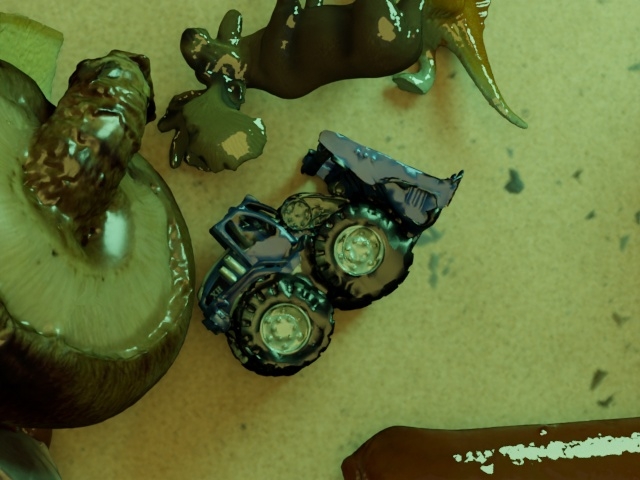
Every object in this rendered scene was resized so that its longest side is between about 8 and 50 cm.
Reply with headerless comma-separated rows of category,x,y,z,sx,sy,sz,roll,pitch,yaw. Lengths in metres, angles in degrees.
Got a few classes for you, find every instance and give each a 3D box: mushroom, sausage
mushroom,-0.210,-0.008,1.241,0.297,0.163,0.278,42,58,-33
sausage,0.191,0.180,1.350,0.349,0.094,0.097,-2,90,-9

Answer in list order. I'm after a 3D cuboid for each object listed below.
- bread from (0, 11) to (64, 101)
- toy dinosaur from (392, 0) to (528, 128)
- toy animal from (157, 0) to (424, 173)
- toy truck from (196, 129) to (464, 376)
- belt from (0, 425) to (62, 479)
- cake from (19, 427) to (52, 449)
bread,-0.263,-0.126,1.353,0.109,0.080,0.084,3,84,28
toy dinosaur,0.090,-0.188,1.395,0.212,0.057,0.142,33,72,-11
toy animal,-0.026,-0.136,1.314,0.214,0.094,0.186,-1,82,28
toy truck,0.000,0.000,1.331,0.208,0.113,0.126,-42,90,-10
belt,-0.323,0.205,1.241,0.324,0.115,0.227,-3,99,-1
cake,-0.238,0.139,1.320,0.084,0.044,0.084,1,83,-9
